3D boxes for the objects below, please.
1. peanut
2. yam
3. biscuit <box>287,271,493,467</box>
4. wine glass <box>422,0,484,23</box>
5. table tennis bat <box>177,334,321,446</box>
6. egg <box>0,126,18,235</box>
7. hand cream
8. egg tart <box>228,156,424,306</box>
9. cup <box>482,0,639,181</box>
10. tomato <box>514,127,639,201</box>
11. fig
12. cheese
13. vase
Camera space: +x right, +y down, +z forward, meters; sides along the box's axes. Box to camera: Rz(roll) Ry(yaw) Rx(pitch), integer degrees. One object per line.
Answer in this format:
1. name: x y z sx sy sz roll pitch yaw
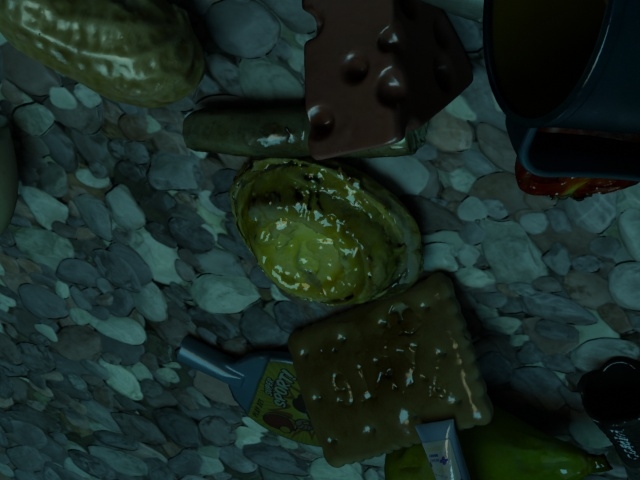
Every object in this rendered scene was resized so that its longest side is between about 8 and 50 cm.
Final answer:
1. peanut: -0.283 -0.270 1.600 0.325 0.140 0.153 35 121 -5
2. yam: -0.024 -0.133 1.664 0.317 0.067 0.071 3 155 26
3. biscuit: 0.088 0.187 1.887 0.324 0.044 0.217 -24 79 43
4. wine glass: 0.202 -0.267 1.374 0.204 0.111 0.111 15 139 6
5. table tennis bat: -0.067 0.231 2.104 0.329 0.044 0.215 23 141 0
6. egg: -0.525 -0.066 1.909 0.271 0.206 0.161 6 169 34
7. hand cream: 0.178 0.321 1.809 0.065 0.043 0.171 -16 97 37
8. egg tart: 0.000 0.000 1.778 0.278 0.095 0.279 14 140 12
9. cup: 0.323 -0.180 1.219 0.292 0.242 0.308 2 107 -19
10. tomato: 0.293 -0.111 1.518 0.159 0.091 0.139 3 153 -16
11. fig: 0.231 0.315 1.941 0.314 0.233 0.233 -39 112 17
12. cheese: 0.052 -0.210 1.481 0.128 0.203 0.177 -9 109 36
13. vase: 0.434 0.274 1.853 0.115 0.115 0.237 -2 137 29
